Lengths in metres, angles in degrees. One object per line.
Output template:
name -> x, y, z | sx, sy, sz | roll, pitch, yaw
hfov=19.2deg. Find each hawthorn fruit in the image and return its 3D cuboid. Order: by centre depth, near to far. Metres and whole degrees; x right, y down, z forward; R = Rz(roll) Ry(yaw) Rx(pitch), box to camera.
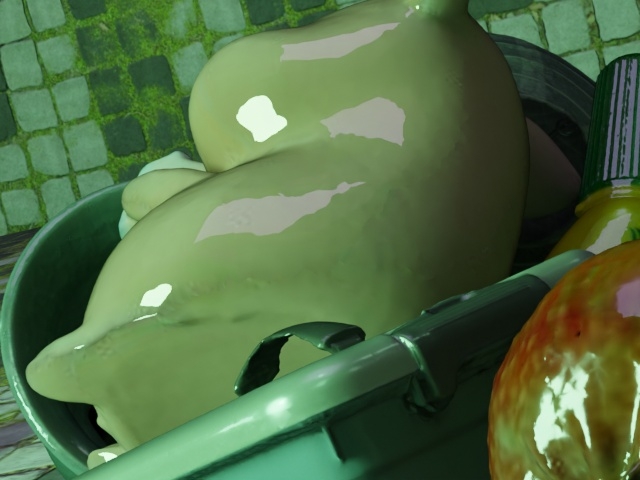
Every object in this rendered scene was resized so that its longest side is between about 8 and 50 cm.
hawthorn fruit -> 0.169, 0.056, 0.630 | 0.165, 0.165, 0.285 | -11, 6, 33

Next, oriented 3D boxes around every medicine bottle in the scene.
medicine bottle -> 0.151, 0.010, 0.926 | 0.095, 0.064, 0.260 | 12, 51, 0

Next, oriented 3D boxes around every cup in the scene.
cup -> -0.086, 0.086, 1.050 | 0.199, 0.199, 0.150 | -18, -23, -25

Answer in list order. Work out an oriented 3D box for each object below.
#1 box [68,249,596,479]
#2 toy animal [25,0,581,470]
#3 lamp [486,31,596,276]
box -> 0.011, 0.093, 0.718 | 0.162, 0.130, 0.227 | -21, -4, -37
toy animal -> 0.000, -0.003, 0.939 | 0.213, 0.195, 0.256 | -7, 48, 26
lamp -> 0.082, -0.013, 1.159 | 0.265, 0.233, 0.233 | -23, 9, -18
